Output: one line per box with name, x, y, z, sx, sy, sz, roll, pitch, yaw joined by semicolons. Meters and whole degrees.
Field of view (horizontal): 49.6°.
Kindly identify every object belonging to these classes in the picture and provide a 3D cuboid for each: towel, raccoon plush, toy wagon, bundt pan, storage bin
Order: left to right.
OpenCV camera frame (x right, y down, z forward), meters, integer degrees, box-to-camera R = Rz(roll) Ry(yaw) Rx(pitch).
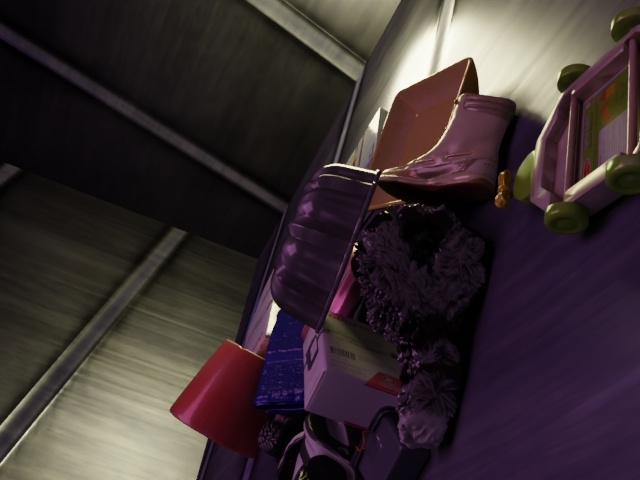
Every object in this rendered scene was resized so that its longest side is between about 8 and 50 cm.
towel;-0.036;0.299;1.783;0.228;0.076;0.308;-10;45;23
bundt pan;0.000;0.000;1.303;0.331;0.124;0.331;21;-90;-88
storage bin;0.114;0.354;1.132;0.135;0.098;0.091;-66;21;14
raccoon plush;0.126;0.134;1.233;0.299;0.216;0.446;118;170;-70
toy wagon;0.357;-0.136;0.936;0.344;0.068;0.267;129;160;-59

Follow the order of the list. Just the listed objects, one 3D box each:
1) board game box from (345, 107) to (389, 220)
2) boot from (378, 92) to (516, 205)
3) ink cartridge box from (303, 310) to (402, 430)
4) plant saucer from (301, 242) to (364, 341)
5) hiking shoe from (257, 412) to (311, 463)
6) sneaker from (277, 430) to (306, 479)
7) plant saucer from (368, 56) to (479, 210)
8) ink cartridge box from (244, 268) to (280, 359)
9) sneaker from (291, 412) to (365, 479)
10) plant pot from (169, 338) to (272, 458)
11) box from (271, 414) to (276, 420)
board game box;0.141;-0.202;2.045;0.224;0.097;0.303;-78;16;-45
boot;0.239;-0.176;1.333;0.262;0.095;0.203;0;64;49
ink cartridge box;0.062;0.250;1.345;0.237;0.172;0.100;-95;28;-68
plant saucer;0.051;0.133;1.607;0.332;0.084;0.332;-60;-7;-12
hiking shoe;-0.067;0.461;1.784;0.227;0.086;0.114;-48;-40;-19
sneaker;-0.050;0.495;1.659;0.097;0.084;0.234;-79;15;-48
plant saucer;0.230;-0.213;1.571;0.333;0.081;0.333;-6;63;66
ink cartridge box;-0.132;0.299;2.216;0.395;0.166;0.285;-83;18;-57
sneaker;0.010;0.512;1.240;0.447;0.169;0.257;-87;11;-81
plant pot;-0.233;0.420;1.888;0.243;0.275;0.275;-60;9;-12
box;-0.089;0.458;1.935;0.180;0.077;0.147;-105;38;-72
